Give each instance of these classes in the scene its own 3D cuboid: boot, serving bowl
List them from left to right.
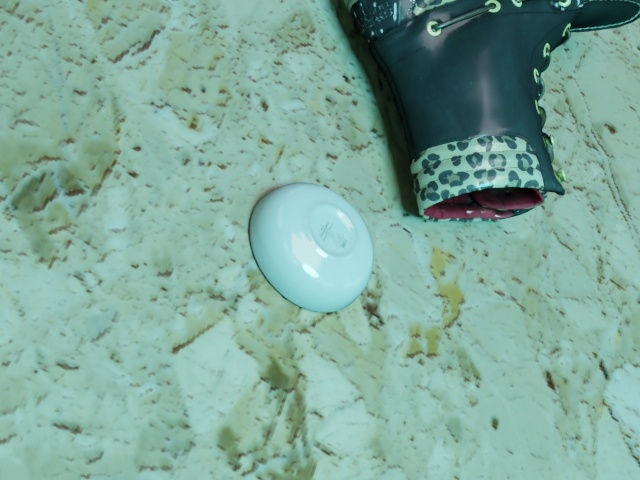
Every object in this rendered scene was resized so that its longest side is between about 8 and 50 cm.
[{"bbox_3d":[0.000,0.000,1.162,0.083,0.027,0.083,18,55,-29],"label":"serving bowl"},{"bbox_3d":[0.134,-0.103,1.287,0.236,0.085,0.178,-3,69,-31],"label":"boot"}]
